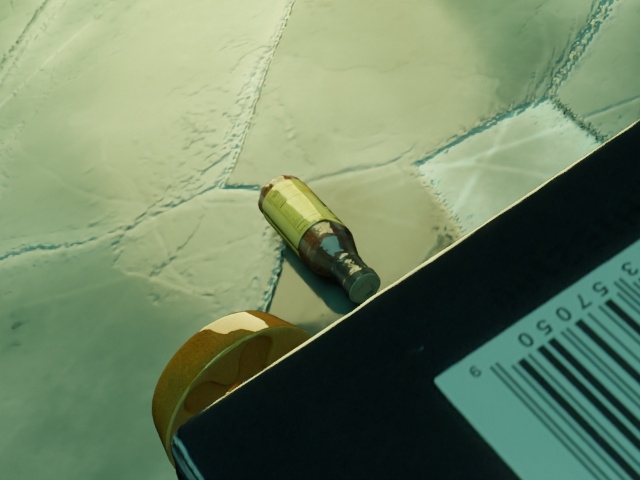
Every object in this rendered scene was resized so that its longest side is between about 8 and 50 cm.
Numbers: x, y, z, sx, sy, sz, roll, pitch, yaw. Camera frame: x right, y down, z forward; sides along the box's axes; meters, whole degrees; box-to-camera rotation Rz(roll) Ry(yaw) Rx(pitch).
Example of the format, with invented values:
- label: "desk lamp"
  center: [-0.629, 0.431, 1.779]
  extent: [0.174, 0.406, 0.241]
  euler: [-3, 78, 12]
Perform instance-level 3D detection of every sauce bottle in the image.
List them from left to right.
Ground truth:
- label: "sauce bottle"
  center: [0.000, 0.000, 1.028]
  extent: [0.042, 0.042, 0.128]
  euler: [-32, 48, -10]

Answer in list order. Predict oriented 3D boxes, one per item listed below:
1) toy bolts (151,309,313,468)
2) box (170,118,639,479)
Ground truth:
- label: "toy bolts"
  center: [-0.013, 0.174, 0.774]
  extent: [0.228, 0.218, 0.158]
  euler: [-48, 54, 0]
- label: "box"
  center: [0.169, 0.165, 0.554]
  extent: [0.293, 0.395, 0.212]
  euler: [-34, 47, -10]
